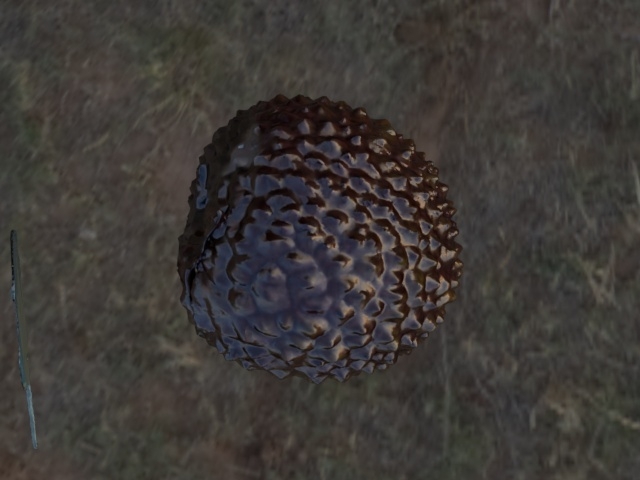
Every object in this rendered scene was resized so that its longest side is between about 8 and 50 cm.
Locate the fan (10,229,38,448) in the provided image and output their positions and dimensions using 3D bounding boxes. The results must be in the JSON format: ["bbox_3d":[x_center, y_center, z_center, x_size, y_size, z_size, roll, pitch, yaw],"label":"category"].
[{"bbox_3d":[-0.211,0.076,1.066,0.005,0.113,0.175,-5,120,-8],"label":"fan"}]

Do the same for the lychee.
[{"bbox_3d":[0.000,0.000,0.934,0.188,0.188,0.188,3,118,6],"label":"lychee"}]
